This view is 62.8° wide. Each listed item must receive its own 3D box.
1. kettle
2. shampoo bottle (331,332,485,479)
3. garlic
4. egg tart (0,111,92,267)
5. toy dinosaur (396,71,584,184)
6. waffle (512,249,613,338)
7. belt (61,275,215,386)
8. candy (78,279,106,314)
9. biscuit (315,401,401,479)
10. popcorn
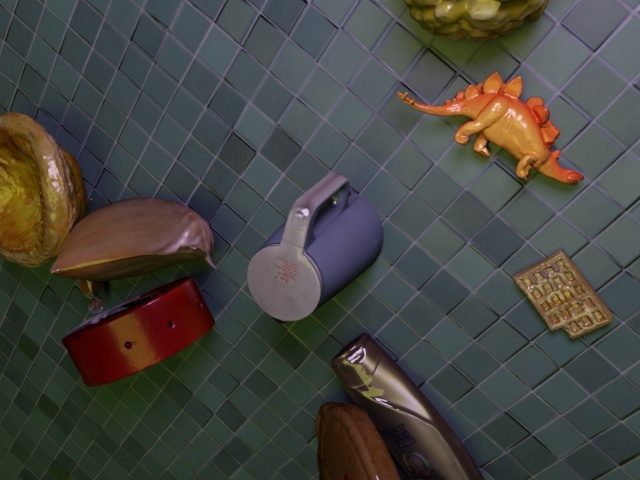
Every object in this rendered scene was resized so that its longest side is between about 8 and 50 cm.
[{"bbox_3d":[0.000,0.000,0.806,0.160,0.243,0.210,26,115,12],"label":"kettle"},{"bbox_3d":[0.154,0.329,0.952,0.126,0.084,0.350,-35,92,34],"label":"shampoo bottle"},{"bbox_3d":[-0.306,0.017,0.970,0.339,0.196,0.151,-2,122,14],"label":"garlic"},{"bbox_3d":[-0.571,-0.098,1.060,0.319,0.128,0.318,8,105,30],"label":"egg tart"},{"bbox_3d":[0.254,-0.172,0.742,0.288,0.070,0.117,33,106,4],"label":"toy dinosaur"},{"bbox_3d":[0.374,0.089,0.813,0.092,0.021,0.135,-35,92,27],"label":"waffle"},{"bbox_3d":[-0.365,0.178,1.025,0.324,0.227,0.115,-22,97,25],"label":"belt"},{"bbox_3d":[-0.502,0.071,1.141,0.047,0.053,0.182,-11,102,24],"label":"candy"},{"bbox_3d":[0.068,0.488,0.944,0.074,0.359,0.381,-5,126,-20],"label":"biscuit"},{"bbox_3d":[0.197,-0.366,0.621,0.259,0.212,0.259,12,119,22],"label":"popcorn"}]
